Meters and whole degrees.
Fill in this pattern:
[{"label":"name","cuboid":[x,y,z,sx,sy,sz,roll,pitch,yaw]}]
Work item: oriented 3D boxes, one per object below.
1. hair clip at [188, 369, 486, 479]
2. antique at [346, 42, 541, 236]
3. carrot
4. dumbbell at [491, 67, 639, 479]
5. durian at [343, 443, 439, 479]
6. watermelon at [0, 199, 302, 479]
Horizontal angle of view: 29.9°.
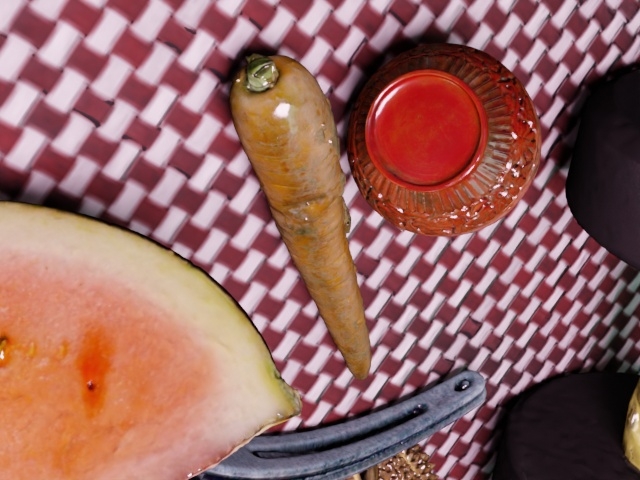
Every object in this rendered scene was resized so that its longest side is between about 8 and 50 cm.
[{"label":"hair clip","cuboid":[-0.004,0.119,0.714,0.275,0.048,0.083,-6,117,-42]},{"label":"antique","cuboid":[0.062,-0.050,0.611,0.104,0.104,0.104,-22,130,-28]},{"label":"carrot","cuboid":[0.000,0.000,0.634,0.049,0.049,0.254,-35,140,-17]},{"label":"dumbbell","cuboid":[0.235,0.068,0.762,0.204,0.204,0.322,-14,125,-34]},{"label":"durian","cuboid":[0.039,0.199,0.785,0.110,0.071,0.140,-3,125,-39]},{"label":"watermelon","cuboid":[-0.180,0.091,0.486,0.303,0.159,0.128,-26,162,-28]}]
